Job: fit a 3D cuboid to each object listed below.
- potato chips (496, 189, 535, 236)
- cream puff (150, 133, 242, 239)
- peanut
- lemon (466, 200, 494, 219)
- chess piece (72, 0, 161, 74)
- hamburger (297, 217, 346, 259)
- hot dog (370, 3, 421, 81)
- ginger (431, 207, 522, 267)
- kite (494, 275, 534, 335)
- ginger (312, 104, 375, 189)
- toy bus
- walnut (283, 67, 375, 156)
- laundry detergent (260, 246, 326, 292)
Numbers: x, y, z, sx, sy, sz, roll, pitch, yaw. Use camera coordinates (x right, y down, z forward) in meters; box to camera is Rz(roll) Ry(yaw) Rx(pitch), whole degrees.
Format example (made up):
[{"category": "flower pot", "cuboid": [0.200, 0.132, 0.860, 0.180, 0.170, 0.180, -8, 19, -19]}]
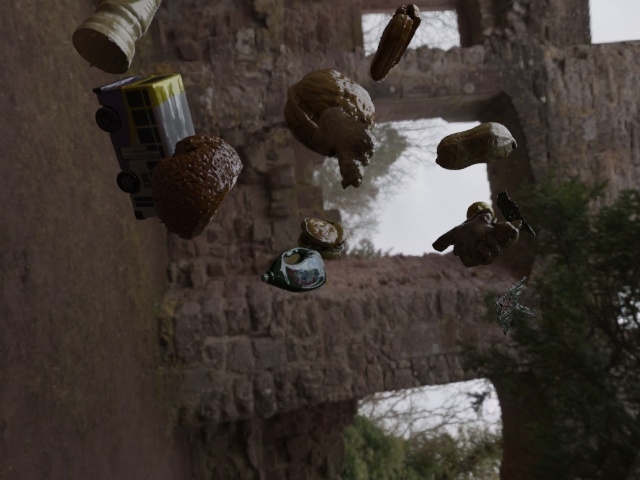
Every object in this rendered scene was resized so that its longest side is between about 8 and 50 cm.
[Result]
[{"category": "potato chips", "cuboid": [0.731, -0.093, 1.885, 0.207, 0.028, 0.092, 56, -19, 5]}, {"category": "cream puff", "cuboid": [-0.358, -0.164, 1.405, 0.303, 0.212, 0.303, -55, -170, 14]}, {"category": "peanut", "cuboid": [0.559, -0.345, 1.800, 0.159, 0.291, 0.143, 78, 0, -60]}, {"category": "lemon", "cuboid": [0.477, -0.077, 1.495, 0.110, 0.082, 0.082, 29, 50, -66]}, {"category": "chess piece", "cuboid": [-0.488, -0.566, 1.250, 0.137, 0.137, 0.301, 99, 6, -61]}, {"category": "hamburger", "cuboid": [0.000, 0.000, 1.782, 0.185, 0.177, 0.113, -38, 158, -50]}, {"category": "hot dog", "cuboid": [0.158, -0.434, 1.120, 0.092, 0.062, 0.236, -53, 180, -19]}, {"category": "ginger", "cuboid": [0.395, -0.008, 1.246, 0.080, 0.166, 0.333, 45, 1, -6]}, {"category": "kite", "cuboid": [0.698, 0.234, 1.780, 0.012, 0.250, 0.229, 26, -82, 53]}, {"category": "ginger", "cuboid": [0.065, -0.217, 1.114, 0.074, 0.137, 0.213, 27, 27, -45]}, {"category": "toy bus", "cuboid": [-0.526, -0.300, 1.627, 0.209, 0.249, 0.440, -65, 151, -60]}, {"category": "walnut", "cuboid": [0.021, -0.351, 1.378, 0.224, 0.257, 0.257, -44, -136, 39]}, {"category": "laundry detergent", "cuboid": [-0.086, 0.090, 1.484, 0.063, 0.210, 0.137, -22, -104, 51]}]
